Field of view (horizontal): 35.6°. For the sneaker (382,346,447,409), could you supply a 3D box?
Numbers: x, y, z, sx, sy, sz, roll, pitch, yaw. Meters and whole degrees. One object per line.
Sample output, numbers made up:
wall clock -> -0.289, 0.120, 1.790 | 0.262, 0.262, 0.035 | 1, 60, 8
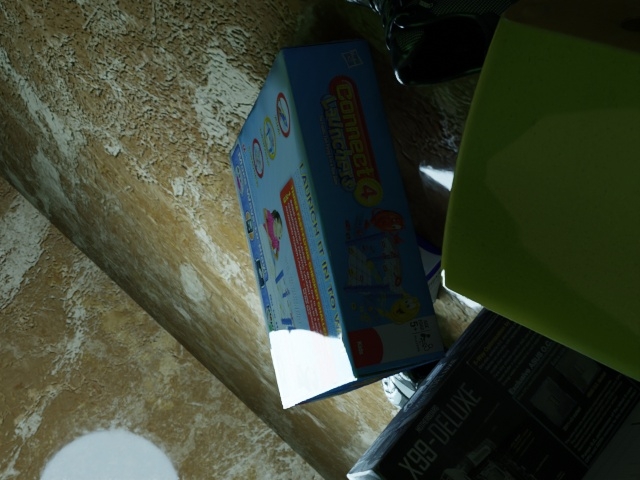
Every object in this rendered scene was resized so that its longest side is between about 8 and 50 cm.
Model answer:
sneaker -> 0.135, 0.184, 1.371 | 0.106, 0.078, 0.234 | 27, 153, 43

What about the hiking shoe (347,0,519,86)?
hiking shoe -> 0.072, -0.171, 0.720 | 0.227, 0.114, 0.086 | 24, 152, 42

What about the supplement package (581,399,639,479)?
supplement package -> 0.316, 0.170, 0.758 | 0.134, 0.244, 0.139 | 43, 161, 0

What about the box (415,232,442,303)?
box -> 0.075, 0.035, 1.193 | 0.126, 0.072, 0.137 | 36, 158, 18

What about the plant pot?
plant pot -> 0.207, -0.063, 0.584 | 0.212, 0.212, 0.187 | 26, 141, 39

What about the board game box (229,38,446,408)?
board game box -> 0.000, 0.000, 1.015 | 0.302, 0.086, 0.308 | 137, 122, -70

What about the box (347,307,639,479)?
box -> 0.211, 0.168, 0.858 | 0.242, 0.307, 0.076 | 43, 158, -1
